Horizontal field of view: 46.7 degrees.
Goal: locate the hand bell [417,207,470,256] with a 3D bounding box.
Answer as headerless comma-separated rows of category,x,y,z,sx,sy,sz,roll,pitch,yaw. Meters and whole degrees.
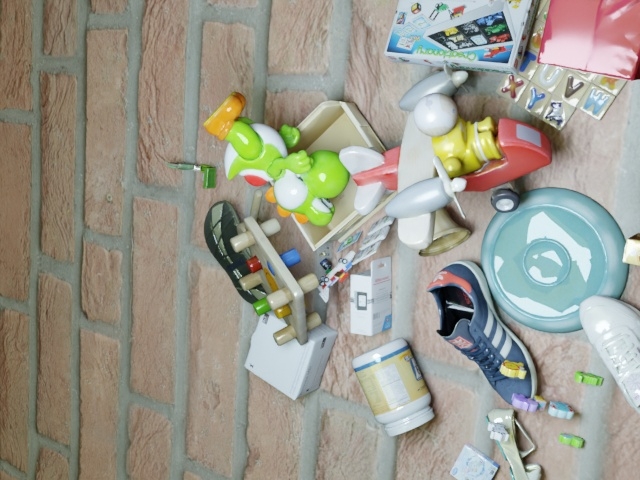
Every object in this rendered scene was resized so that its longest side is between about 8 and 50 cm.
hand bell,0.240,-0.097,1.705,0.126,0.126,0.242,-33,65,32

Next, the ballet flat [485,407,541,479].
ballet flat,0.446,0.491,1.650,0.086,0.086,0.248,-24,82,33

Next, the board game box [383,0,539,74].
board game box,0.300,-0.469,1.593,0.305,0.053,0.193,16,89,33

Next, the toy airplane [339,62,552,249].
toy airplane,0.221,-0.190,1.527,0.386,0.384,0.272,44,162,38

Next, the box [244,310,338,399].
box,-0.078,0.285,1.936,0.182,0.119,0.181,29,111,27

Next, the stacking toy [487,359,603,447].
stacking toy,0.473,0.352,1.571,0.221,0.052,0.167,9,106,-2

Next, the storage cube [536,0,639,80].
storage cube,0.534,-0.410,1.379,0.183,0.215,0.193,19,113,29

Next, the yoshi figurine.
yoshi figurine,-0.075,-0.198,1.673,0.362,0.203,0.203,43,149,-12

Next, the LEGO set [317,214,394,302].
LEGO set,0.080,0.042,1.784,0.244,0.182,0.060,-32,106,35

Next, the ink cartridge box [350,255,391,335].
ink cartridge box,0.123,0.130,1.793,0.060,0.104,0.180,4,98,34

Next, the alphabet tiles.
alphabet tiles,0.515,-0.415,1.520,0.285,0.011,0.343,39,115,24

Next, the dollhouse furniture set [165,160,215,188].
dollhouse furniture set,-0.360,-0.185,2.083,0.151,0.076,0.059,12,102,31

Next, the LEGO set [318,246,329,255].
LEGO set,0.002,0.001,1.902,0.054,0.023,0.083,-24,83,33

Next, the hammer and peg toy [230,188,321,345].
hammer and peg toy,-0.134,0.059,1.797,0.361,0.127,0.266,55,163,29

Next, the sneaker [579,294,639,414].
sneaker,0.619,0.238,1.448,0.114,0.152,0.305,-40,77,24

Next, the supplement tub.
supplement tub,0.175,0.347,1.763,0.144,0.144,0.200,-29,81,32

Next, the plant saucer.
plant saucer,0.486,0.046,1.582,0.317,0.043,0.318,5,99,33

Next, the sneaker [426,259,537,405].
sneaker,0.339,0.220,1.618,0.131,0.148,0.350,-36,80,43

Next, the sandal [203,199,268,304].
sandal,-0.221,0.034,2.024,0.120,0.086,0.303,-21,99,28

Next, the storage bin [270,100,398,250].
storage bin,0.032,-0.160,1.803,0.260,0.123,0.262,-41,74,30

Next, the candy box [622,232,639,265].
candy box,0.684,0.033,1.410,0.186,0.109,0.053,13,104,31

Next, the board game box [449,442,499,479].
board game box,0.361,0.538,1.741,0.090,0.020,0.090,33,113,25
